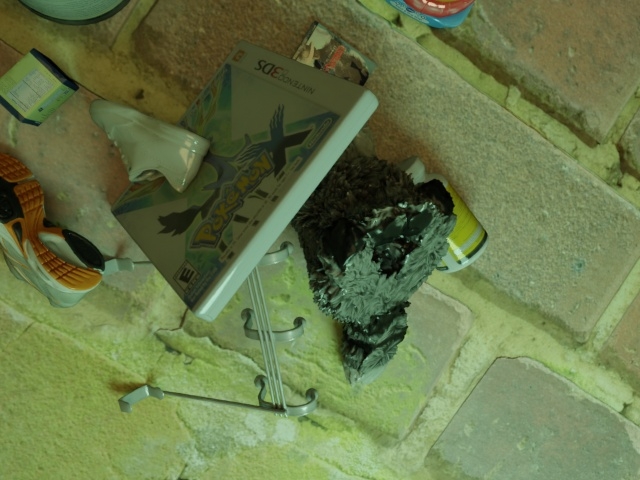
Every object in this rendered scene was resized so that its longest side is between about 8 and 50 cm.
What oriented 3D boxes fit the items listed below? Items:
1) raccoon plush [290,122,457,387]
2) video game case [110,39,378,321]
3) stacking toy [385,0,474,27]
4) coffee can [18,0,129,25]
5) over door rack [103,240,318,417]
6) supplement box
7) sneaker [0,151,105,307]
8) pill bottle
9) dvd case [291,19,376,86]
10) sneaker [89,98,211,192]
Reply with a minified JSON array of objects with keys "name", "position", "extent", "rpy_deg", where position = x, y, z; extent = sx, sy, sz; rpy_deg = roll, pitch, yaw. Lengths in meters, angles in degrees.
[{"name":"raccoon plush","position":[0.000,0.000,0.844],"extent":[0.216,0.299,0.446],"rpy_deg":[-12,134,-36]},{"name":"video game case","position":[-0.123,-0.103,0.727],"extent":[0.329,0.300,0.036],"rpy_deg":[-53,137,0]},{"name":"stacking toy","position":[0.201,-0.411,0.729],"extent":[0.175,0.302,0.165],"rpy_deg":[22,93,-15]},{"name":"coffee can","position":[-0.325,-0.387,0.637],"extent":[0.202,0.275,0.201],"rpy_deg":[-2,99,-12]},{"name":"over door rack","position":[-0.166,0.126,0.801],"extent":[0.325,0.108,0.239],"rpy_deg":[-5,101,23]},{"name":"supplement box","position":[-0.390,-0.207,0.749],"extent":[0.083,0.083,0.056],"rpy_deg":[-45,104,-3]},{"name":"sneaker","position":[-0.425,-0.006,0.769],"extent":[0.262,0.099,0.121],"rpy_deg":[49,130,4]},{"name":"pill bottle","position":[0.181,-0.043,0.883],"extent":[0.103,0.103,0.184],"rpy_deg":[-41,104,-3]},{"name":"dvd case","position":[0.018,-0.275,0.861],"extent":[0.120,0.013,0.087],"rpy_deg":[32,91,-14]},{"name":"sneaker","position":[-0.251,-0.128,0.746],"extent":[0.212,0.080,0.094],"rpy_deg":[24,96,29]}]
